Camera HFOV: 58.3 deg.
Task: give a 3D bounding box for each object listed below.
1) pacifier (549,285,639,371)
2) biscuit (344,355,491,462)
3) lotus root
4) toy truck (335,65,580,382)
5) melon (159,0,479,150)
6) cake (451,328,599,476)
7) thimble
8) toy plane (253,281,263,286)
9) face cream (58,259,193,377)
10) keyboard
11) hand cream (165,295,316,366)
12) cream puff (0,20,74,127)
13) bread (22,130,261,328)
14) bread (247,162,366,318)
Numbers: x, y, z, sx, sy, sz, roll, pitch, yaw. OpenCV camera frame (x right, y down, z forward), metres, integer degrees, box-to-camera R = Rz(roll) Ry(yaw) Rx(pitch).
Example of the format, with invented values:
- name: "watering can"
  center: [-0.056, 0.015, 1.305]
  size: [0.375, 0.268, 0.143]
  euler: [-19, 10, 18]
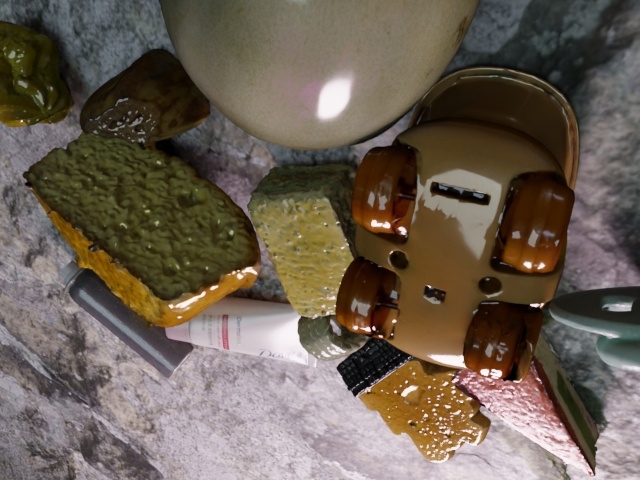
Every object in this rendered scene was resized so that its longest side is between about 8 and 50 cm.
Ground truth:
- name: "pacifier"
  center: [0.374, 0.014, 0.488]
  size: [0.343, 0.288, 0.269]
  euler: [-5, 93, 26]
- name: "biscuit"
  center: [0.141, 0.236, 0.875]
  size: [0.239, 0.041, 0.212]
  euler: [23, 129, 20]
- name: "lotus root"
  center: [-0.230, -0.188, 0.743]
  size: [0.159, 0.135, 0.095]
  euler: [12, 126, 5]
- name: "toy truck"
  center: [0.146, -0.014, 0.590]
  size: [0.204, 0.211, 0.288]
  euler: [16, 124, 19]
- name: "melon"
  center: [-0.003, -0.217, 0.484]
  size: [0.268, 0.268, 0.330]
  euler: [34, 157, 4]
- name: "cake"
  center: [0.293, 0.192, 0.732]
  size: [0.220, 0.086, 0.116]
  euler: [33, 133, 6]
- name: "thimble"
  center: [0.023, 0.128, 0.831]
  size: [0.062, 0.110, 0.084]
  euler: [-29, 60, 40]
- name: "toy plane"
  center: [-0.127, 0.053, 0.900]
  size: [0.078, 0.031, 0.083]
  euler: [42, 131, -3]
- name: "face cream"
  center: [-0.364, 0.139, 1.061]
  size: [0.283, 0.073, 0.073]
  euler: [40, 131, -2]
- name: "keyboard"
  center: [0.098, 0.160, 0.830]
  size: [0.195, 0.018, 0.060]
  euler: [-45, 71, 30]
- name: "hand cream"
  center: [-0.123, 0.143, 0.936]
  size: [0.248, 0.083, 0.133]
  euler: [7, 128, 8]
- name: "cream puff"
  center: [-0.429, -0.225, 0.813]
  size: [0.156, 0.121, 0.156]
  euler: [10, 122, 17]
- name: "bread"
  center: [-0.236, -0.003, 0.802]
  size: [0.340, 0.194, 0.179]
  euler: [37, 146, 16]
- name: "bread"
  center: [0.000, 0.000, 0.749]
  size: [0.138, 0.102, 0.196]
  euler: [-4, 122, 33]
